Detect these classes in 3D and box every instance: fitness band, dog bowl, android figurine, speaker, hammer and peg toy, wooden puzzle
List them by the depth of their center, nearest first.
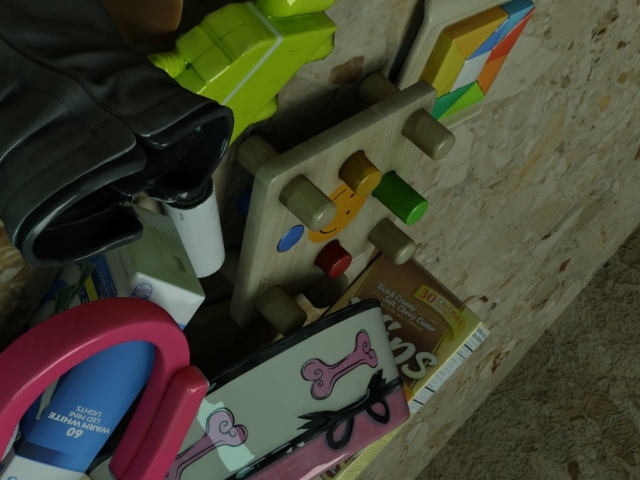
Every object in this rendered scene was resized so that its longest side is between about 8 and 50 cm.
[{"bbox_3d":[-0.086,-0.133,0.956,0.248,0.056,0.273,-44,173,28],"label":"android figurine"},{"bbox_3d":[-0.213,0.170,0.968,0.209,0.054,0.291,-1,128,-43],"label":"fitness band"},{"bbox_3d":[-0.128,-0.017,1.147,0.055,0.055,0.136,-38,156,-19],"label":"speaker"},{"bbox_3d":[0.000,0.000,1.303,0.266,0.127,0.361,-31,152,-34],"label":"hammer and peg toy"},{"bbox_3d":[0.169,-0.214,1.358,0.221,0.044,0.239,-28,151,-37],"label":"wooden puzzle"},{"bbox_3d":[-0.070,0.235,1.370,0.408,0.150,0.408,-29,171,-5],"label":"dog bowl"}]

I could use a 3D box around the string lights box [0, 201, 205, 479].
[{"bbox_3d":[-0.218,0.103,1.064,0.077,0.133,0.260,23,111,-34],"label":"string lights box"}]

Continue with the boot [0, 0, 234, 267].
[{"bbox_3d":[-0.231,-0.061,0.678,0.338,0.223,0.118,-33,154,-29],"label":"boot"}]

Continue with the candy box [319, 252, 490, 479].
[{"bbox_3d":[0.071,0.180,1.650,0.316,0.183,0.087,-48,158,2],"label":"candy box"}]

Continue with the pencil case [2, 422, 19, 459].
[{"bbox_3d":[-0.330,0.103,0.921,0.273,0.113,0.124,86,8,-59],"label":"pencil case"}]

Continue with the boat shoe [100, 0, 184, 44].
[{"bbox_3d":[-0.130,-0.220,0.795,0.207,0.073,0.073,96,2,-64],"label":"boat shoe"}]
